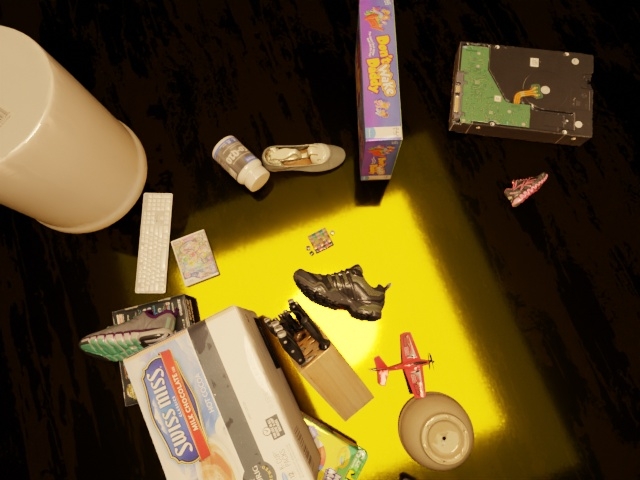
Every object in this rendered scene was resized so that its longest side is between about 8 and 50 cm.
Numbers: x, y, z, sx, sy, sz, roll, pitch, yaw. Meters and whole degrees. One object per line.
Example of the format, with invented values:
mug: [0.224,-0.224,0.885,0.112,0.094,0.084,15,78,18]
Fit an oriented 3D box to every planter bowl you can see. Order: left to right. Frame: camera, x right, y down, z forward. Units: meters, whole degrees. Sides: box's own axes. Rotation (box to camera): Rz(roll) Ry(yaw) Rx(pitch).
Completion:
planter bowl: [0.254,0.412,0.943,0.162,0.109,0.162,0,77,1]

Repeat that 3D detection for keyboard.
keyboard: [-0.414,0.004,1.107,0.072,0.014,0.255,-1,77,2]

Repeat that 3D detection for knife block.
knife block: [-0.001,0.252,0.920,0.088,0.242,0.275,-38,79,-6]

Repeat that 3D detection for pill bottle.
pill bottle: [-0.197,-0.191,1.111,0.137,0.078,0.078,43,82,10]

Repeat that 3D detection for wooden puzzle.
wooden puzzle: [0.000,0.000,1.098,0.083,0.006,0.049,-26,78,-4]

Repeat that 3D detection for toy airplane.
toy airplane: [0.186,0.290,1.012,0.151,0.028,0.151,-1,64,2]

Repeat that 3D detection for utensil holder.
utensil holder: [-0.621,-0.218,0.976,0.328,0.385,0.327,-1,77,2]

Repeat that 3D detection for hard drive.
hard drive: [0.512,-0.376,1.139,0.339,0.064,0.236,7,77,3]

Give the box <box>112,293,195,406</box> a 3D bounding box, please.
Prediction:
box: [-0.374,0.251,1.030,0.175,0.051,0.220,-15,77,-1]

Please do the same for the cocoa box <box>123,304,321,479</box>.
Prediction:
cocoa box: [-0.177,0.334,0.861,0.228,0.231,0.347,-26,77,-4]

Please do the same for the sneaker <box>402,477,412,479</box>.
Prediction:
sneaker: [0.222,0.570,0.937,0.059,0.053,0.144,-44,78,-6]

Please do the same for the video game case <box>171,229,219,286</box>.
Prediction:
video game case: [-0.310,0.043,1.096,0.087,0.011,0.122,-21,78,-3]

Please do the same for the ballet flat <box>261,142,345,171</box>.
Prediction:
ballet flat: [-0.042,-0.211,1.116,0.213,0.068,0.072,-5,77,0]

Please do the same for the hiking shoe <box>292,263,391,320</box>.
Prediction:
hiking shoe: [0.049,0.104,1.045,0.227,0.086,0.114,23,65,1]

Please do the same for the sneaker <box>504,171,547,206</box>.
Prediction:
sneaker: [0.506,-0.137,1.097,0.119,0.047,0.057,-37,67,-8]

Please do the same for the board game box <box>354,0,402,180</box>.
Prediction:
board game box: [0.131,-0.346,1.058,0.078,0.233,0.346,-2,77,2]

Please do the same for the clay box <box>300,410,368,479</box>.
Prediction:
clay box: [-0.017,0.468,0.968,0.222,0.053,0.127,28,80,9]

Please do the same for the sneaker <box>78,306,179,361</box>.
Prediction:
sneaker: [-0.421,0.206,0.992,0.224,0.083,0.098,-8,41,10]
